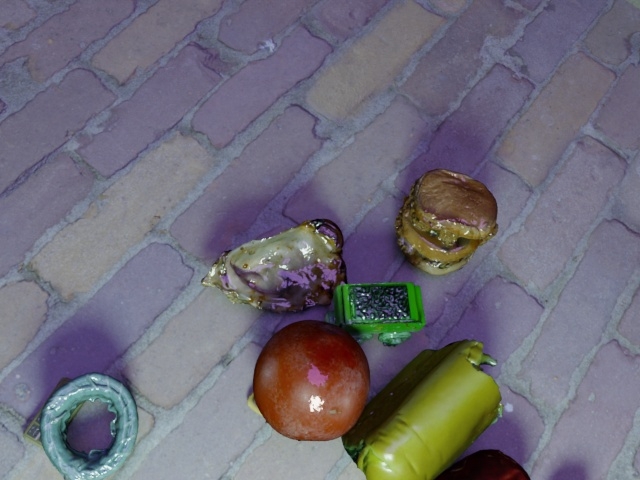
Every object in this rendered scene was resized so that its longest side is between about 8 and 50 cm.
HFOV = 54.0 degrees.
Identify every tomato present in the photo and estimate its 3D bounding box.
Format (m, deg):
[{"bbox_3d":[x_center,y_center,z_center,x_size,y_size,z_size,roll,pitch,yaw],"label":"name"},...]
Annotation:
[{"bbox_3d":[-0.013,0.301,1.387,0.264,0.265,0.265,3,66,-6],"label":"tomato"}]

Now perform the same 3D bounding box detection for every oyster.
[{"bbox_3d":[-0.107,0.092,1.565,0.360,0.096,0.222,-20,92,-13],"label":"oyster"}]

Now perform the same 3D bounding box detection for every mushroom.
[{"bbox_3d":[0.000,0.000,1.652,0.123,0.052,0.123,1,71,-3],"label":"mushroom"}]

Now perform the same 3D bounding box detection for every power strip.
[{"bbox_3d":[-0.591,0.385,1.420,0.076,0.028,0.169,27,66,6],"label":"power strip"}]

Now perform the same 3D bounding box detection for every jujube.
[{"bbox_3d":[0.317,0.598,1.348,0.318,0.223,0.223,-38,76,-24],"label":"jujube"}]

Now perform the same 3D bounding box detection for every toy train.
[{"bbox_3d":[0.136,0.175,1.518,0.243,0.188,0.133,-1,67,-9],"label":"toy train"}]

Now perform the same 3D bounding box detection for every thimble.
[{"bbox_3d":[-0.493,0.407,1.346,0.198,0.143,0.235,12,69,-11],"label":"thimble"}]

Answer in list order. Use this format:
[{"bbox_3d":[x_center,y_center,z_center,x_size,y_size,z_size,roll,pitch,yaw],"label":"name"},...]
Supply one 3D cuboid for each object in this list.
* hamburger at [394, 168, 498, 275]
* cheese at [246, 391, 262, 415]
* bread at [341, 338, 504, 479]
[{"bbox_3d":[0.312,-0.050,1.627,0.260,0.211,0.245,-32,66,-25],"label":"hamburger"},{"bbox_3d":[-0.088,0.395,1.475,0.162,0.036,0.086,34,68,9],"label":"cheese"},{"bbox_3d":[0.230,0.405,1.405,0.376,0.251,0.208,-35,91,-22],"label":"bread"}]
